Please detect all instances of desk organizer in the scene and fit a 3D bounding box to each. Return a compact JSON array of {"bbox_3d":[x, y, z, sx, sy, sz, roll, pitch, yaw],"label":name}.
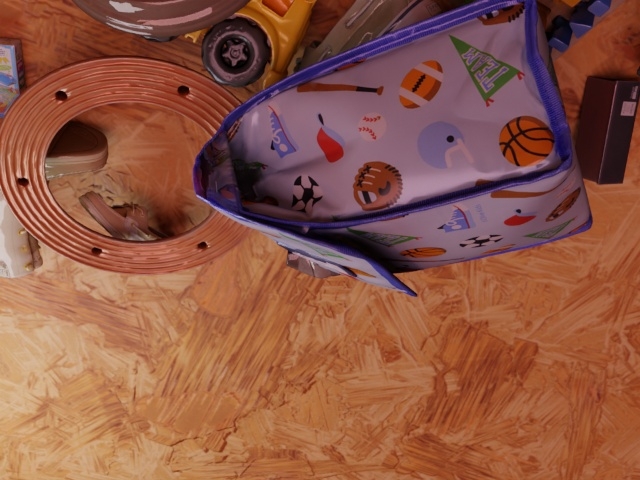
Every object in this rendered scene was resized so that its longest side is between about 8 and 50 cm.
[{"bbox_3d":[0.358,-0.139,1.150,0.047,0.050,0.130,-5,110,-31],"label":"desk organizer"}]

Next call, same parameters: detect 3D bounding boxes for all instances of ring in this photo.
[{"bbox_3d":[-0.226,-0.086,1.130,0.336,0.032,0.336,-3,132,-4],"label":"ring"}]

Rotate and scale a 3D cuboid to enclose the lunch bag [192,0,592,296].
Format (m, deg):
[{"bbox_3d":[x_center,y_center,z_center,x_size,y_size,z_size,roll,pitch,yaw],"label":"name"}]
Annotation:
[{"bbox_3d":[0.092,-0.073,1.036,0.385,0.328,0.239,-14,75,16],"label":"lunch bag"}]

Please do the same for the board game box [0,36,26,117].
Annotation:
[{"bbox_3d":[-0.465,-0.217,1.196,0.154,0.026,0.103,6,122,2],"label":"board game box"}]

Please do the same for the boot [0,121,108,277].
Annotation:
[{"bbox_3d":[-0.400,-0.051,1.254,0.262,0.095,0.203,-7,125,2],"label":"boot"}]

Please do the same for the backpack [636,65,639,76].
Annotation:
[{"bbox_3d":[0.460,-0.182,1.048,0.188,0.166,0.144,23,114,-5],"label":"backpack"}]

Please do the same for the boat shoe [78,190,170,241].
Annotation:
[{"bbox_3d":[-0.262,-0.024,1.262,0.059,0.063,0.170,-48,137,-5],"label":"boat shoe"}]

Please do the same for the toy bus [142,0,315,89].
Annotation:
[{"bbox_3d":[-0.102,-0.302,1.051,0.220,0.149,0.211,28,107,-9],"label":"toy bus"}]

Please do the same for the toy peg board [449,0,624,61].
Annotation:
[{"bbox_3d":[0.239,-0.263,1.030,0.161,0.079,0.161,28,150,-12],"label":"toy peg board"}]

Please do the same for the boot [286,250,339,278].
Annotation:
[{"bbox_3d":[0.000,0.000,1.282,0.087,0.042,0.118,6,123,-5],"label":"boot"}]

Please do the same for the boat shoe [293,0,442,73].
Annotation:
[{"bbox_3d":[0.018,-0.205,1.129,0.302,0.109,0.094,-41,85,22],"label":"boat shoe"}]

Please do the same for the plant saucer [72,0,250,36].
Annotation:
[{"bbox_3d":[-0.170,-0.357,0.978,0.278,0.041,0.278,0,83,4],"label":"plant saucer"}]
